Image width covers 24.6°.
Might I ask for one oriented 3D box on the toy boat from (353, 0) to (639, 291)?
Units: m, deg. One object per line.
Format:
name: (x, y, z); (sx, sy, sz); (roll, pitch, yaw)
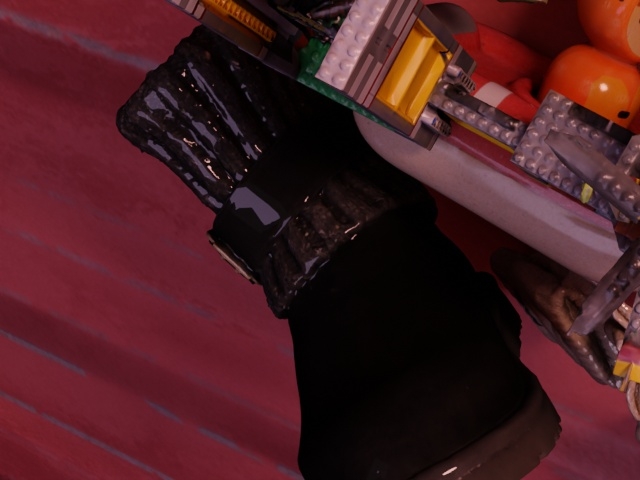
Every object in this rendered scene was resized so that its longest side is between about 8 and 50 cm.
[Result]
toy boat: (0.141, -0.077, 0.736); (0.231, 0.151, 0.151); (31, 113, 16)

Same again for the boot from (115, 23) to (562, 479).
boot: (-0.003, 0.002, 0.782); (0.131, 0.348, 0.260); (-33, 99, 8)

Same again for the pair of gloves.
pair of gloves: (0.194, 0.097, 0.840); (0.240, 0.042, 0.204); (51, -179, -2)

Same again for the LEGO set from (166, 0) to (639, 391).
LEGO set: (0.091, -0.124, 0.589); (0.331, 0.255, 0.192); (38, -174, 16)
